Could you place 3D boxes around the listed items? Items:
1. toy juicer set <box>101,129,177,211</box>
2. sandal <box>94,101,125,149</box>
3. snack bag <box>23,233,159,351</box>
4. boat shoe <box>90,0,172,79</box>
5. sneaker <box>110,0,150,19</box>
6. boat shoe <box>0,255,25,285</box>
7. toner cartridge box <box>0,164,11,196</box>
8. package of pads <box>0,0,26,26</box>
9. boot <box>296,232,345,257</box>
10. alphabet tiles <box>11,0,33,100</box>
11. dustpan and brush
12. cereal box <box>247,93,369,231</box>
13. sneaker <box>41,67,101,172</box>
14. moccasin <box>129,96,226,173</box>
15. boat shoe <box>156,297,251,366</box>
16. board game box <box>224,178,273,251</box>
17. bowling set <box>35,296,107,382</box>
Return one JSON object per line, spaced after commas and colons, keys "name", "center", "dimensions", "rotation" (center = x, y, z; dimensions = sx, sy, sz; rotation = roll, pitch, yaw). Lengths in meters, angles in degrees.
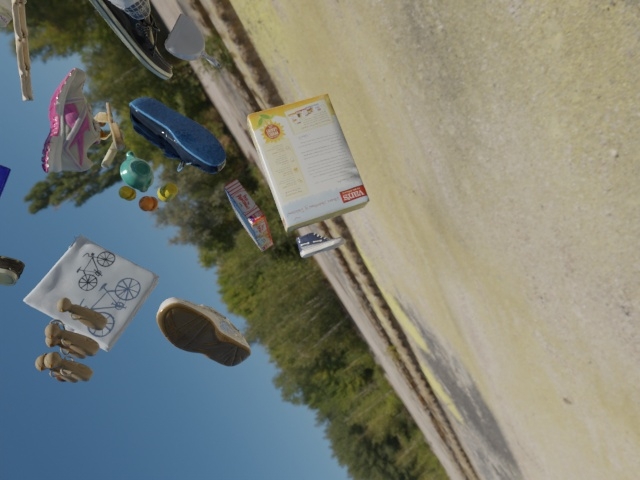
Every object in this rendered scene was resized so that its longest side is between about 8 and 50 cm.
{"name": "toy juicer set", "center": [-0.728, -0.242, 1.926], "dimensions": [0.089, 0.209, 0.329], "rotation": [-27, 110, 42]}
{"name": "sandal", "center": [-0.622, -0.325, 1.419], "dimensions": [0.240, 0.079, 0.088], "rotation": [50, 149, 44]}
{"name": "snack bag", "center": [-0.800, 0.177, 1.757], "dimensions": [0.342, 0.323, 0.037], "rotation": [29, 145, -5]}
{"name": "boat shoe", "center": [-0.682, -0.801, 1.840], "dimensions": [0.187, 0.156, 0.500], "rotation": [51, 177, 36]}
{"name": "sneaker", "center": [-0.307, -0.404, 0.714], "dimensions": [0.235, 0.090, 0.095], "rotation": [63, -172, 33]}
{"name": "boat shoe", "center": [-0.966, 0.067, 1.415], "dimensions": [0.069, 0.227, 0.081], "rotation": [-84, 13, -45]}
{"name": "toner cartridge box", "center": [-0.995, -0.176, 1.257], "dimensions": [0.075, 0.165, 0.347], "rotation": [8, 167, 30]}
{"name": "package of pads", "center": [-0.782, -0.586, 0.990], "dimensions": [0.296, 0.101, 0.229], "rotation": [33, 173, 11]}
{"name": "boot", "center": [0.000, 0.000, 2.010], "dimensions": [0.069, 0.189, 0.086], "rotation": [104, 148, -70]}
{"name": "alphabet tiles", "center": [-0.558, -0.415, 0.930], "dimensions": [0.278, 0.021, 0.284], "rotation": [41, 129, 52]}
{"name": "dustpan and brush", "center": [-0.452, -0.704, 1.833], "dimensions": [0.211, 0.147, 0.060], "rotation": [28, 169, -26]}
{"name": "cereal box", "center": [-0.026, -0.154, 0.979], "dimensions": [0.047, 0.172, 0.240], "rotation": [126, 126, -74]}
{"name": "sneaker", "center": [-0.573, -0.273, 1.171], "dimensions": [0.111, 0.253, 0.103], "rotation": [10, 179, -37]}
{"name": "moccasin", "center": [-0.418, -0.298, 1.481], "dimensions": [0.342, 0.137, 0.117], "rotation": [39, 134, 14]}
{"name": "boat shoe", "center": [-0.263, 0.191, 1.109], "dimensions": [0.277, 0.098, 0.096], "rotation": [51, -173, -46]}
{"name": "board game box", "center": [-0.203, -0.068, 1.431], "dimensions": [0.147, 0.045, 0.193], "rotation": [52, 167, 19]}
{"name": "bowling set", "center": [-0.744, 0.325, 1.424], "dimensions": [0.154, 0.200, 0.287], "rotation": [36, -165, -27]}
